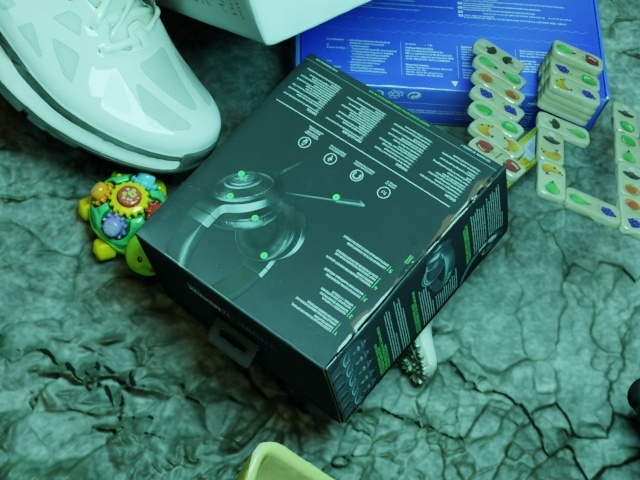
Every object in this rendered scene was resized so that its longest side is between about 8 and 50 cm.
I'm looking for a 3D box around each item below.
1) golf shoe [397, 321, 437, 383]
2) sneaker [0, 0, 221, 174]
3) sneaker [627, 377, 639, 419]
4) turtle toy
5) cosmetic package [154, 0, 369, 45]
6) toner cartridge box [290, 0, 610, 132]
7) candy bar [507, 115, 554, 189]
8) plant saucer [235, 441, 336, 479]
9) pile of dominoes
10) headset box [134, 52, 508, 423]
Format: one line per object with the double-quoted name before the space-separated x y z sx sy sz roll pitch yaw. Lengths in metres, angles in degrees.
"golf shoe" 0.104 0.058 1.335 0.086 0.069 0.176 -7 65 -18
"sneaker" -0.236 -0.270 1.262 0.447 0.257 0.169 41 41 -10
"sneaker" 0.502 0.067 1.316 0.483 0.185 0.202 -37 77 -24
"turtle toy" -0.190 -0.019 1.332 0.095 0.066 0.130 -17 67 -16
"cosmetic package" -0.050 -0.434 1.321 0.327 0.329 0.394 -28 30 -19
"toner cartridge box" 0.141 -0.217 1.472 0.348 0.075 0.165 3 62 -6
"candy bar" 0.208 -0.079 1.428 0.161 0.018 0.040 -41 74 -11
"plant saucer" -0.011 0.383 1.071 0.333 0.081 0.332 39 55 -34
"pile of dominoes" 0.244 -0.122 1.313 0.196 0.040 0.251 22 37 -7
"headset box" 0.000 0.000 1.261 0.246 0.131 0.283 33 70 25
